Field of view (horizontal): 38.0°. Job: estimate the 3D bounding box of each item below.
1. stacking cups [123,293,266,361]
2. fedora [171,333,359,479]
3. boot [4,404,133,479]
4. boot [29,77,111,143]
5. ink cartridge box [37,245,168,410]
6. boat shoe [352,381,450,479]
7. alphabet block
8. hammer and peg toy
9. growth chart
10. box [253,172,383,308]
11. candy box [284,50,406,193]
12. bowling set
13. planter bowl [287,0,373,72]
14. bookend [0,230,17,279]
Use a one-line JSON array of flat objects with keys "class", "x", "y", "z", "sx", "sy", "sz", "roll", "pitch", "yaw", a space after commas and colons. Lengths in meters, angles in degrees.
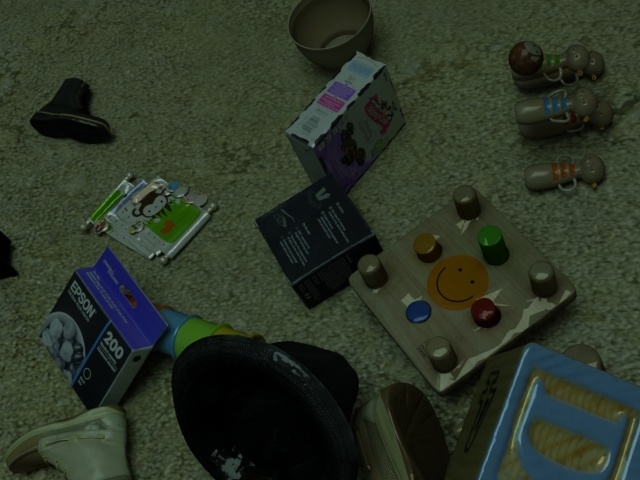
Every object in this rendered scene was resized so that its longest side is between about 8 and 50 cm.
[{"class": "stacking cups", "x": -0.239, "y": 0.147, "z": 1.531, "sx": 0.316, "sy": 0.096, "sz": 0.096, "roll": 19, "pitch": 68, "yaw": 29}, {"class": "fedora", "x": -0.055, "y": 0.237, "z": 1.328, "sx": 0.334, "sy": 0.334, "sz": 0.152, "roll": 19, "pitch": 36, "yaw": 29}, {"class": "boot", "x": -0.395, "y": 0.369, "z": 1.463, "sx": 0.213, "sy": 0.077, "sz": 0.165, "roll": -22, "pitch": 57, "yaw": 5}, {"class": "boot", "x": -0.489, "y": -0.277, "z": 1.904, "sx": 0.197, "sy": 0.077, "sz": 0.137, "roll": 13, "pitch": 60, "yaw": 25}, {"class": "ink cartridge box", "x": -0.366, "y": 0.149, "z": 1.541, "sx": 0.206, "sy": 0.045, "sz": 0.208, "roll": 46, "pitch": 111, "yaw": 31}, {"class": "boat shoe", "x": 0.133, "y": 0.369, "z": 1.257, "sx": 0.110, "sy": 0.121, "sz": 0.341, "roll": -39, "pitch": 55, "yaw": 38}, {"class": "alphabet block", "x": 0.285, "y": 0.254, "z": 1.157, "sx": 0.192, "sy": 0.197, "sz": 0.193, "roll": 24, "pitch": 78, "yaw": 3}, {"class": "hammer and peg toy", "x": 0.229, "y": 0.107, "z": 1.362, "sx": 0.266, "sy": 0.127, "sz": 0.361, "roll": -35, "pitch": 54, "yaw": -3}, {"class": "growth chart", "x": -0.317, "y": -0.048, "z": 1.727, "sx": 0.237, "sy": 0.021, "sz": 0.172, "roll": 22, "pitch": 68, "yaw": 29}, {"class": "box", "x": 0.000, "y": 0.000, "z": 1.534, "sx": 0.158, "sy": 0.093, "sz": 0.156, "roll": -32, "pitch": 54, "yaw": 0}, {"class": "candy box", "x": 0.048, "y": -0.195, "z": 1.594, "sx": 0.070, "sy": 0.165, "sz": 0.196, "roll": 31, "pitch": 74, "yaw": 32}, {"class": "bowling set", "x": 0.388, "y": -0.235, "z": 1.483, "sx": 0.154, "sy": 0.200, "sz": 0.287, "roll": -8, "pitch": 61, "yaw": 14}, {"class": "planter bowl", "x": 0.030, "y": -0.387, "z": 1.755, "sx": 0.162, "sy": 0.109, "sz": 0.162, "roll": -9, "pitch": 56, "yaw": 14}, {"class": "bookend", "x": -0.666, "y": 0.004, "z": 1.790, "sx": 0.156, "sy": 0.072, "sz": 0.157, "roll": -15, "pitch": 55, "yaw": 10}]
